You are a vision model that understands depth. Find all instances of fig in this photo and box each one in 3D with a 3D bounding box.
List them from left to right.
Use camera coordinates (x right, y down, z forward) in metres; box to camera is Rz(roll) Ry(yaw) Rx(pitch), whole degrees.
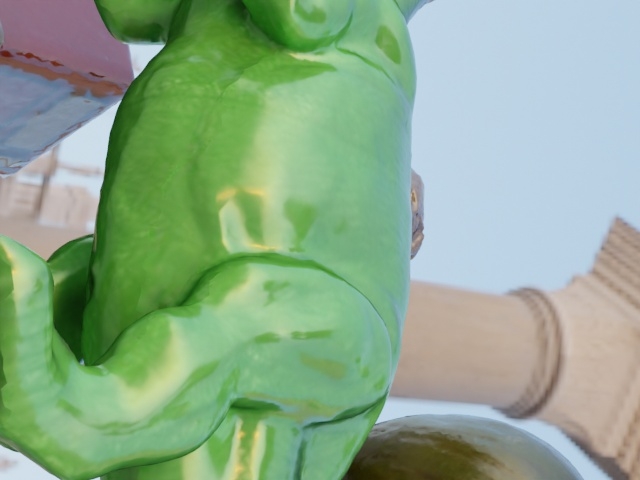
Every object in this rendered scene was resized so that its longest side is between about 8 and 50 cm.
[{"bbox_3d":[0.023,0.105,0.700,0.236,0.124,0.124,39,-51,6],"label":"fig"}]

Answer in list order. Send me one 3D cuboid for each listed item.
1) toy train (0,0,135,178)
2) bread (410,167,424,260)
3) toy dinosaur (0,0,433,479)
[{"bbox_3d":[-0.253,-0.089,0.743,0.369,0.231,0.163,-30,-115,30],"label":"toy train"},{"bbox_3d":[0.000,0.000,1.497,0.230,0.230,0.123,-28,-101,55],"label":"bread"},{"bbox_3d":[0.006,0.059,0.589,0.144,0.374,0.500,-9,-79,44],"label":"toy dinosaur"}]
